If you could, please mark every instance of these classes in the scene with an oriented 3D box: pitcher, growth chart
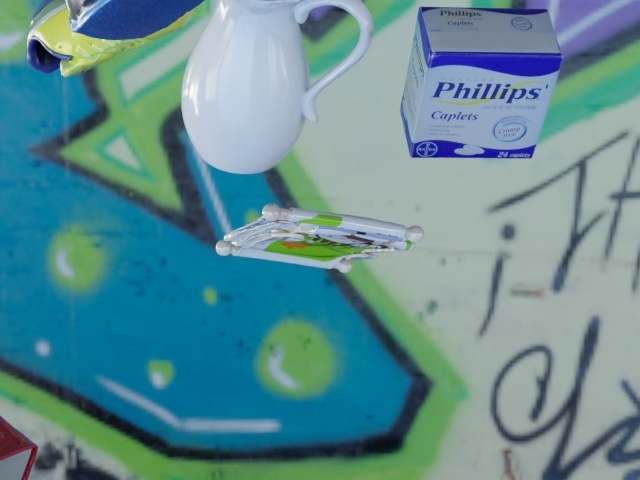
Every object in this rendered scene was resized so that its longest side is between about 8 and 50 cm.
[{"bbox_3d":[-0.044,-0.162,1.192,0.178,0.207,0.125,23,-143,16],"label":"pitcher"},{"bbox_3d":[0.000,0.000,1.151,0.172,0.021,0.237,7,169,-17],"label":"growth chart"}]

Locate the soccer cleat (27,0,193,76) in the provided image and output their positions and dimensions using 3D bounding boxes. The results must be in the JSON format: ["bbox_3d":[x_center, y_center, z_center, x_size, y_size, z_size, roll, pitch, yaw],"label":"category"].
[{"bbox_3d":[-0.234,-0.230,1.366,0.093,0.121,0.289,31,165,-35],"label":"soccer cleat"}]

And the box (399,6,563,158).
[{"bbox_3d":[0.150,-0.149,1.188,0.126,0.137,0.072,0,-132,-6],"label":"box"}]

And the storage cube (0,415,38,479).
[{"bbox_3d":[-0.437,0.249,1.254,0.193,0.215,0.184,32,-158,23],"label":"storage cube"}]

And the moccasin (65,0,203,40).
[{"bbox_3d":[-0.079,-0.268,0.919,0.342,0.116,0.138,-23,166,26],"label":"moccasin"}]
